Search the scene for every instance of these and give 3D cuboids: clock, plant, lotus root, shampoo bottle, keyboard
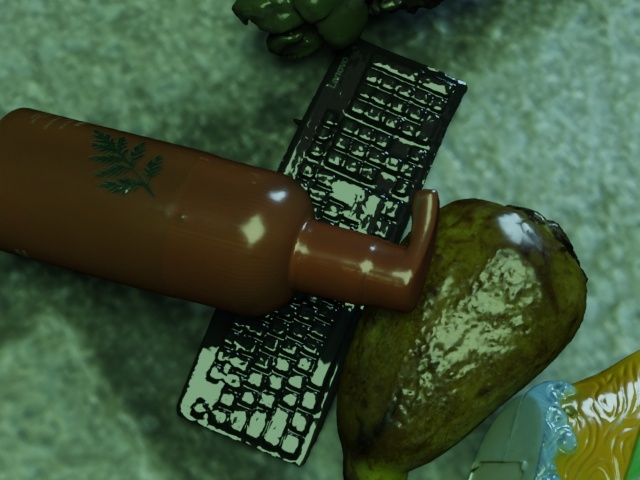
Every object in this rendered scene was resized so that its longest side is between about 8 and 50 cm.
[{"bbox_3d":[0.143,0.162,0.814,0.144,0.103,0.231,25,76,-19],"label":"clock"},{"bbox_3d":[0.033,-0.158,0.915,0.174,0.087,0.085,-27,110,-3],"label":"plant"},{"bbox_3d":[0.065,0.062,0.848,0.108,0.094,0.191,28,76,41],"label":"lotus root"},{"bbox_3d":[-0.061,-0.009,0.836,0.244,0.085,0.085,12,72,15],"label":"shampoo bottle"},{"bbox_3d":[0.000,0.000,0.899,0.087,0.017,0.251,23,74,3],"label":"keyboard"}]
